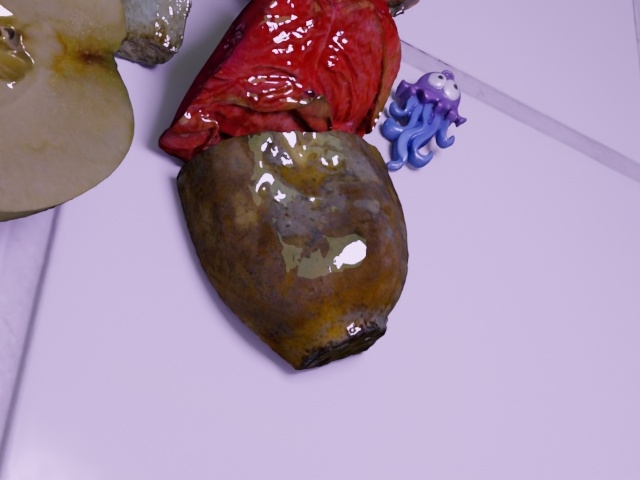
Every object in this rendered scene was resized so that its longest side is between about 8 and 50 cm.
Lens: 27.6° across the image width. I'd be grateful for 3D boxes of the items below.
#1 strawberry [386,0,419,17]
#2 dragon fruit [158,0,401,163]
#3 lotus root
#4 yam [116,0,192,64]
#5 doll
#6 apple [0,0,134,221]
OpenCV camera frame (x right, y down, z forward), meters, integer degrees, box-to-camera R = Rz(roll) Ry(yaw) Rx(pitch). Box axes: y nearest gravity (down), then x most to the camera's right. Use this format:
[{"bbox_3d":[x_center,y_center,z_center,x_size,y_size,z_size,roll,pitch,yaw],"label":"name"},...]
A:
[{"bbox_3d":[-0.003,-0.433,1.772,0.351,0.267,0.312,20,3,7],"label":"strawberry"},{"bbox_3d":[-0.070,-0.191,1.631,0.330,0.240,0.302,-39,118,-24],"label":"dragon fruit"},{"bbox_3d":[-0.007,0.011,1.535,0.267,0.149,0.260,1,61,-33],"label":"lotus root"},{"bbox_3d":[-0.207,-0.346,1.644,0.106,0.106,0.259,22,50,-25],"label":"yam"},{"bbox_3d":[0.145,-0.169,1.823,0.110,0.067,0.206,32,58,-5],"label":"doll"},{"bbox_3d":[-0.354,-0.187,1.304,0.360,0.320,0.311,8,18,-47],"label":"apple"}]
